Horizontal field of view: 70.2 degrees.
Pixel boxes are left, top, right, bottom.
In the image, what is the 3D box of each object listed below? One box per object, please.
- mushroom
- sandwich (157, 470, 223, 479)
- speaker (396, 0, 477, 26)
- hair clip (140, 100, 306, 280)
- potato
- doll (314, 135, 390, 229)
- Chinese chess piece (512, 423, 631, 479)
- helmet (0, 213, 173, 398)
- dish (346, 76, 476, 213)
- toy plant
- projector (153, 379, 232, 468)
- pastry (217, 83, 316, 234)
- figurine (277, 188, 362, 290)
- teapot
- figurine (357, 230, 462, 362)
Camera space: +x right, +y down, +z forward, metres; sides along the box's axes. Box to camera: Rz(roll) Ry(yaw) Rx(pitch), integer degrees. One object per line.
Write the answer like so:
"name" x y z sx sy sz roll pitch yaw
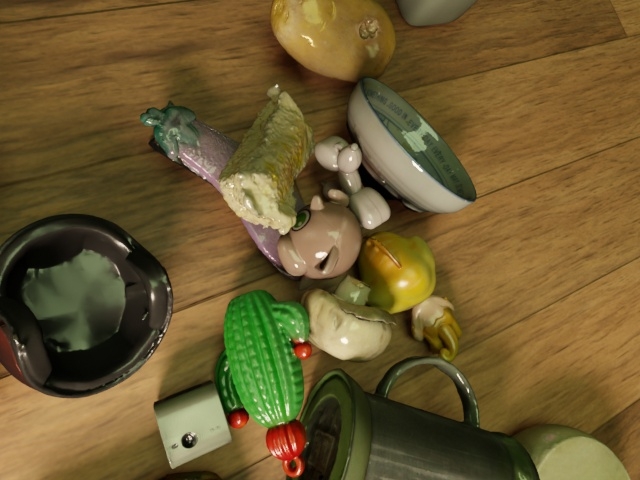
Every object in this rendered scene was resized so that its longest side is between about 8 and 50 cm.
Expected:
"mushroom" 0.036 0.114 0.679 0.154 0.154 0.123 19 84 -14
"sandwich" -0.203 0.463 0.551 0.271 0.099 0.301 -15 80 -26
"speaker" 0.209 -0.648 0.897 0.183 0.184 0.406 -15 83 -22
"hair clip" -0.120 -0.077 0.719 0.358 0.110 0.095 39 109 -11
"potato" 0.026 -0.368 0.797 0.233 0.146 0.150 12 119 -29
"doll" 0.043 -0.089 0.726 0.059 0.161 0.160 -30 92 -21
"Chinese chess piece" 0.403 0.441 0.760 0.250 0.101 0.250 4 76 -18
"helmet" -0.294 0.078 0.554 0.189 0.193 0.216 -23 94 -38
"dish" 0.125 -0.132 0.777 0.273 0.134 0.273 34 31 -23
"toy plant" -0.083 0.190 0.639 0.154 0.088 0.240 1 84 26
"projector" -0.173 0.245 0.616 0.082 0.083 0.083 -17 83 -21
"pastry" -0.070 -0.113 0.677 0.121 0.089 0.258 39 44 -26
"figurine" 0.000 0.000 0.674 0.125 0.125 0.138 22 68 -13
"teapot" 0.148 0.307 0.657 0.337 0.200 0.270 23 69 -15
"figurine" 0.148 0.085 0.752 0.156 0.131 0.246 -44 105 -7
